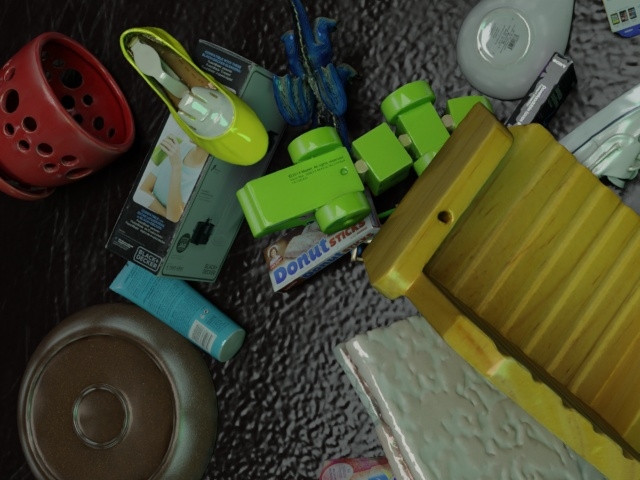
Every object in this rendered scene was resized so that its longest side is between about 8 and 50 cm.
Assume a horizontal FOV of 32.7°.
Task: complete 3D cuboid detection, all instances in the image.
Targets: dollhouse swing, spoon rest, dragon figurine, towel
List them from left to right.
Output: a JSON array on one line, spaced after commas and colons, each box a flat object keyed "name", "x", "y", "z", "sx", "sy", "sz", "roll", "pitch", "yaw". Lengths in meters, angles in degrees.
[{"name": "dragon figurine", "x": -0.009, "y": -0.198, "z": 1.352, "sx": 0.085, "sy": 0.289, "sz": 0.144, "roll": -10, "pitch": 45, "yaw": 15}, {"name": "towel", "x": 0.192, "y": 0.217, "z": 1.202, "sx": 0.053, "sy": 0.332, "sz": 0.317, "roll": -39, "pitch": 71, "yaw": 40}, {"name": "spoon rest", "x": 0.270, "y": -0.303, "z": 1.344, "sx": 0.137, "sy": 0.084, "sz": 0.276, "roll": 36, "pitch": 110, "yaw": 18}, {"name": "dollhouse swing", "x": 0.265, "y": 0.057, "z": 1.088, "sx": 0.347, "sy": 0.305, "sz": 0.315, "roll": 40, "pitch": 79, "yaw": -13}]

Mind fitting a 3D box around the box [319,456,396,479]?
[{"name": "box", "x": 0.090, "y": 0.402, "z": 1.226, "sx": 0.142, "sy": 0.154, "sz": 0.300, "roll": -6, "pitch": 120, "yaw": 18}]

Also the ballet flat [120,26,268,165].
[{"name": "ballet flat", "x": -0.158, "y": -0.173, "z": 1.287, "sx": 0.231, "sy": 0.077, "sz": 0.077, "roll": 46, "pitch": 100, "yaw": 17}]

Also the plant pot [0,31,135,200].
[{"name": "plant pot", "x": -0.373, "y": -0.157, "z": 1.477, "sx": 0.174, "sy": 0.191, "sz": 0.191, "roll": -34, "pitch": 77, "yaw": 21}]

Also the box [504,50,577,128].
[{"name": "box", "x": 0.251, "y": -0.142, "z": 1.307, "sx": 0.029, "sy": 0.116, "sz": 0.162, "roll": 34, "pitch": 97, "yaw": 15}]

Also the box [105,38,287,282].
[{"name": "box", "x": -0.146, "y": -0.096, "z": 1.407, "sx": 0.087, "sy": 0.169, "sz": 0.290, "roll": 27, "pitch": 96, "yaw": 20}]

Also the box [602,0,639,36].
[{"name": "box", "x": 0.371, "y": -0.307, "z": 1.291, "sx": 0.081, "sy": 0.136, "sz": 0.028, "roll": -17, "pitch": 43, "yaw": 16}]

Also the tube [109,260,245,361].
[{"name": "tube", "x": -0.194, "y": 0.086, "z": 1.473, "sx": 0.207, "sy": 0.052, "sz": 0.080, "roll": 35, "pitch": 88, "yaw": 22}]

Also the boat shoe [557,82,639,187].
[{"name": "boat shoe", "x": 0.339, "y": -0.103, "z": 1.289, "sx": 0.267, "sy": 0.096, "sz": 0.088, "roll": -36, "pitch": 80, "yaw": 14}]

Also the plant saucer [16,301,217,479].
[{"name": "plant saucer", "x": -0.292, "y": 0.239, "z": 1.492, "sx": 0.310, "sy": 0.050, "sz": 0.311, "roll": -2, "pitch": 85, "yaw": 17}]

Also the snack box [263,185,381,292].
[{"name": "snack box", "x": 0.000, "y": 0.000, "z": 1.391, "sx": 0.178, "sy": 0.022, "sz": 0.064, "roll": -34, "pitch": 61, "yaw": 33}]

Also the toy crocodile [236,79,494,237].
[{"name": "toy crocodile", "x": 0.064, "y": -0.092, "z": 1.310, "sx": 0.340, "sy": 0.105, "sz": 0.115, "roll": -26, "pitch": 76, "yaw": -10}]

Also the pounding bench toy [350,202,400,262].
[{"name": "pounding bench toy", "x": 0.076, "y": -0.011, "z": 1.388, "sx": 0.065, "sy": 0.052, "sz": 0.083, "roll": 7, "pitch": 88, "yaw": 19}]
